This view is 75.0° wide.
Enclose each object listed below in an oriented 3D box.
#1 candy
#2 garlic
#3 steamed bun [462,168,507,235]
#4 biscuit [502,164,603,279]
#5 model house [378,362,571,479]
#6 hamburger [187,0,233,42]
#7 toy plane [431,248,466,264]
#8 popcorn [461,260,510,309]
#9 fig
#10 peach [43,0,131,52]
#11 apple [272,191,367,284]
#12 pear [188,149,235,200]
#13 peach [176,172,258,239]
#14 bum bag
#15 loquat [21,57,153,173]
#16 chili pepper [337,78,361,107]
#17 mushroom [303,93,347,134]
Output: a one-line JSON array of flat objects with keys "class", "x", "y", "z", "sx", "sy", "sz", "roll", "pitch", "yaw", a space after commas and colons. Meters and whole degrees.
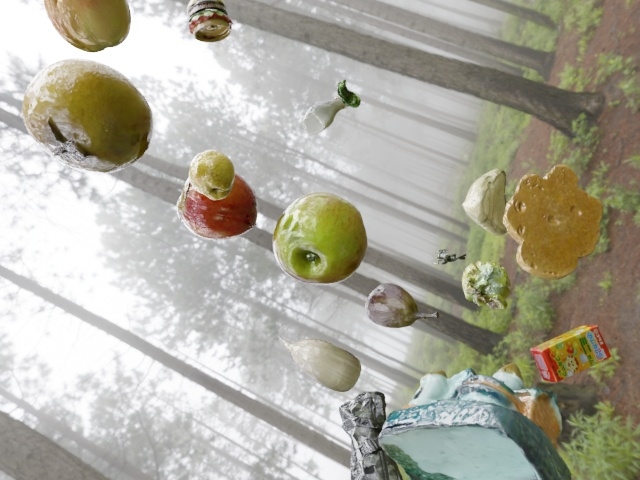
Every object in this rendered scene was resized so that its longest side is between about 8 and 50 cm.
[{"class": "candy", "x": 0.449, "y": 0.203, "z": 0.750, "sx": 0.121, "sy": 0.062, "sz": 0.038, "roll": -20, "pitch": -7, "yaw": -8}, {"class": "garlic", "x": -0.001, "y": 0.264, "z": 0.922, "sx": 0.128, "sy": 0.198, "sz": 0.091, "roll": 151, "pitch": 141, "yaw": -80}, {"class": "steamed bun", "x": 0.546, "y": -0.129, "z": 1.408, "sx": 0.212, "sy": 0.110, "sz": 0.232, "roll": -1, "pitch": -90, "yaw": -44}, {"class": "biscuit", "x": 0.681, "y": -0.063, "z": 1.236, "sx": 0.051, "sy": 0.269, "sz": 0.376, "roll": 91, "pitch": -159, "yaw": -71}, {"class": "model house", "x": 0.279, "y": 0.290, "z": 0.720, "sx": 0.253, "sy": 0.185, "sz": 0.291, "roll": -33, "pitch": 1, "yaw": 44}, {"class": "hamburger", "x": -0.418, "y": -0.840, "z": 1.562, "sx": 0.175, "sy": 0.175, "sz": 0.137, "roll": -30, "pitch": -70, "yaw": -73}, {"class": "toy plane", "x": 0.314, "y": 0.042, "z": 1.044, "sx": 0.120, "sy": 0.049, "sz": 0.031, "roll": -2, "pitch": -79, "yaw": -39}, {"class": "popcorn", "x": 0.658, "y": 0.181, "z": 1.641, "sx": 0.213, "sy": 0.197, "sz": 0.198, "roll": -87, "pitch": 8, "yaw": -46}, {"class": "fig", "x": 0.298, "y": 0.248, "z": 1.499, "sx": 0.170, "sy": 0.274, "sz": 0.146, "roll": -36, "pitch": -58, "yaw": -36}, {"class": "peach", "x": -0.540, "y": -0.538, "z": 0.966, "sx": 0.184, "sy": 0.184, "sz": 0.184, "roll": -62, "pitch": -11, "yaw": -21}, {"class": "apple", "x": 0.000, "y": 0.000, "z": 1.471, "sx": 0.340, "sy": 0.339, "sz": 0.340, "roll": -62, "pitch": -11, "yaw": -21}, {"class": "pear", "x": -0.376, "y": -0.228, "z": 1.473, "sx": 0.178, "sy": 0.177, "sz": 0.178, "roll": -62, "pitch": -11, "yaw": -21}, {"class": "peach", "x": -0.460, "y": -0.161, "z": 1.916, "sx": 0.370, "sy": 0.369, "sz": 0.370, "roll": -62, "pitch": -11, "yaw": -21}, {"class": "bum bag", "x": 0.130, "y": 0.551, "z": 1.131, "sx": 0.341, "sy": 0.143, "sz": 0.095, "roll": -96, "pitch": -2, "yaw": -57}, {"class": "loquat", "x": -0.647, "y": -0.364, "z": 1.204, "sx": 0.329, "sy": 0.327, "sz": 0.360, "roll": 101, "pitch": 176, "yaw": -52}, {"class": "chili pepper", "x": 0.063, "y": -0.334, "z": 0.957, "sx": 0.091, "sy": 0.034, "sz": 0.030, "roll": 31, "pitch": -127, "yaw": -51}, {"class": "mushroom", "x": 0.021, "y": -0.513, "z": 1.685, "sx": 0.225, "sy": 0.116, "sz": 0.093, "roll": -49, "pitch": -24, "yaw": -34}]
